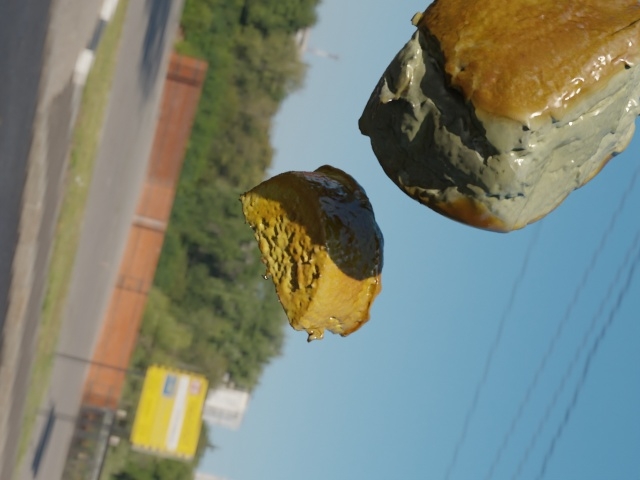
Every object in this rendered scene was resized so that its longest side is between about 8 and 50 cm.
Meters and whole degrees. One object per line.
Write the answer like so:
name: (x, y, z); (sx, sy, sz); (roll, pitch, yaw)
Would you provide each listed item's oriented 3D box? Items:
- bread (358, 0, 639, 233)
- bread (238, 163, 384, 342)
bread: (0.193, -0.159, 1.283); (0.279, 0.250, 0.225); (-33, 148, -24)
bread: (0.000, 0.000, 1.504); (0.139, 0.143, 0.229); (-44, -121, 38)
